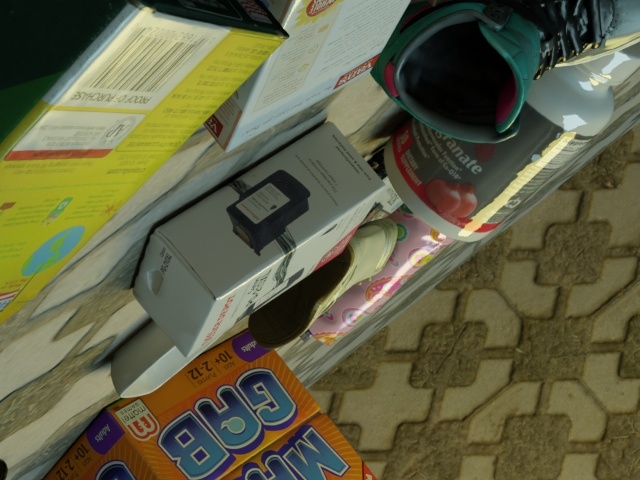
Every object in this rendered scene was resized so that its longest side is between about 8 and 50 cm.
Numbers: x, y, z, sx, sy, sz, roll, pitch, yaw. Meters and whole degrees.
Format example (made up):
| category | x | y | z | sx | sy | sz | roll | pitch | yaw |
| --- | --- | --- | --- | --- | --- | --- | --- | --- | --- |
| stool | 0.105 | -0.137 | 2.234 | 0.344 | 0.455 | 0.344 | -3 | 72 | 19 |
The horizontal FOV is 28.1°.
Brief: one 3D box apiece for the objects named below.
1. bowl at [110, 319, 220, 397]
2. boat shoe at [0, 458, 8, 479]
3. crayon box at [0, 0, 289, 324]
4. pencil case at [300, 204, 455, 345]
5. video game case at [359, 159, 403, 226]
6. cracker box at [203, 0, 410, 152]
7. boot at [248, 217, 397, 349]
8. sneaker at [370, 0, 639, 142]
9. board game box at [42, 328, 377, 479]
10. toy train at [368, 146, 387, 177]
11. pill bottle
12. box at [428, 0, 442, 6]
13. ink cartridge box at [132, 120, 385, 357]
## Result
| category | x | y | z | sx | sy | sz | roll | pitch | yaw |
| --- | --- | --- | --- | --- | --- | --- | --- | --- | --- |
| bowl | -0.198 | 0.134 | 1.606 | 0.142 | 0.053 | 0.142 | -41 | 170 | 7 |
| boat shoe | -0.416 | 0.283 | 1.428 | 0.073 | 0.080 | 0.223 | -46 | 174 | 7 |
| crayon box | -0.187 | -0.050 | 0.778 | 0.318 | 0.081 | 0.202 | -43 | 169 | 18 |
| pencil case | 0.073 | 0.040 | 1.987 | 0.284 | 0.124 | 0.124 | -41 | 170 | 13 |
| video game case | 0.000 | 0.000 | 1.776 | 0.275 | 0.035 | 0.248 | -40 | 170 | 4 |
| cracker box | -0.003 | -0.175 | 0.926 | 0.156 | 0.067 | 0.232 | -32 | 167 | -30 |
| boot | 0.007 | 0.057 | 1.739 | 0.213 | 0.077 | 0.165 | -48 | 168 | 30 |
| sneaker | 0.179 | -0.170 | 1.079 | 0.296 | 0.123 | 0.178 | -14 | -153 | 10 |
| board game box | -0.191 | 0.422 | 2.020 | 0.356 | 0.356 | 0.356 | -27 | 164 | -51 |
| toy train | 0.050 | -0.081 | 1.607 | 0.158 | 0.036 | 0.027 | -34 | 169 | -32 |
| pill bottle | 0.233 | -0.157 | 1.522 | 0.318 | 0.176 | 0.176 | -47 | 168 | 35 |
| box | 0.110 | -0.275 | 0.903 | 0.067 | 0.063 | 0.324 | -37 | 170 | -13 |
| ink cartridge box | -0.068 | 0.001 | 1.355 | 0.237 | 0.100 | 0.172 | -34 | 168 | -28 |
